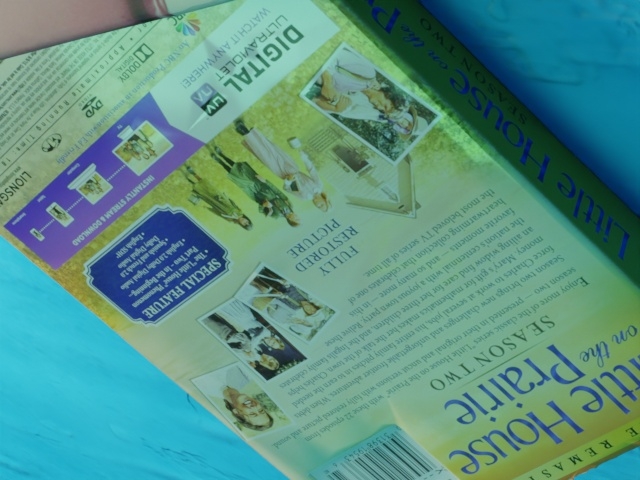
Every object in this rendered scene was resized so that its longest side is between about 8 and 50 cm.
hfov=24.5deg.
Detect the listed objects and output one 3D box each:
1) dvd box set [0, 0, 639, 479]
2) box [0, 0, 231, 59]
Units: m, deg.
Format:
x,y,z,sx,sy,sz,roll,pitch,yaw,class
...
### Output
x,y,z,sx,sy,sz,roll,pitch,yaw,class
0.000,0.000,0.868,0.420,0.062,0.307,42,132,-14,dvd box set
-0.106,-0.166,0.654,0.232,0.127,0.149,-7,104,38,box
